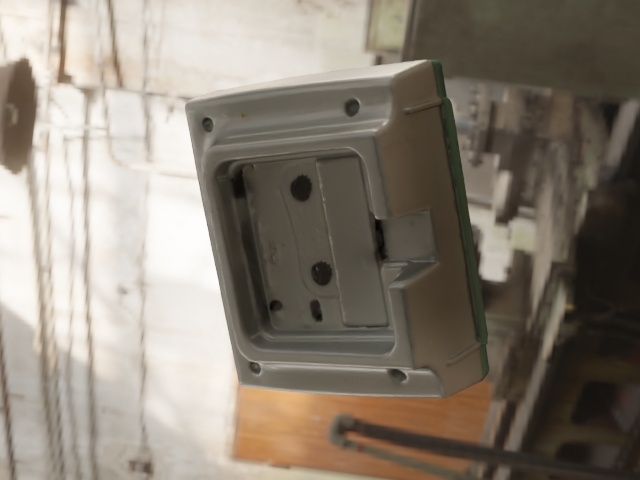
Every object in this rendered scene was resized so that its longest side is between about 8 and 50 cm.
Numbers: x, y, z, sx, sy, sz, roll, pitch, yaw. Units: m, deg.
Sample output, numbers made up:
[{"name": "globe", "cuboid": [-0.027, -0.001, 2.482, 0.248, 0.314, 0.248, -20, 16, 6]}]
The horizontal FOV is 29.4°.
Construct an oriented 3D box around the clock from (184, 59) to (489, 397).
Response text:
[{"name": "clock", "cuboid": [0.000, 0.000, 0.978, 0.116, 0.231, 0.262, -23, -74, -54]}]
